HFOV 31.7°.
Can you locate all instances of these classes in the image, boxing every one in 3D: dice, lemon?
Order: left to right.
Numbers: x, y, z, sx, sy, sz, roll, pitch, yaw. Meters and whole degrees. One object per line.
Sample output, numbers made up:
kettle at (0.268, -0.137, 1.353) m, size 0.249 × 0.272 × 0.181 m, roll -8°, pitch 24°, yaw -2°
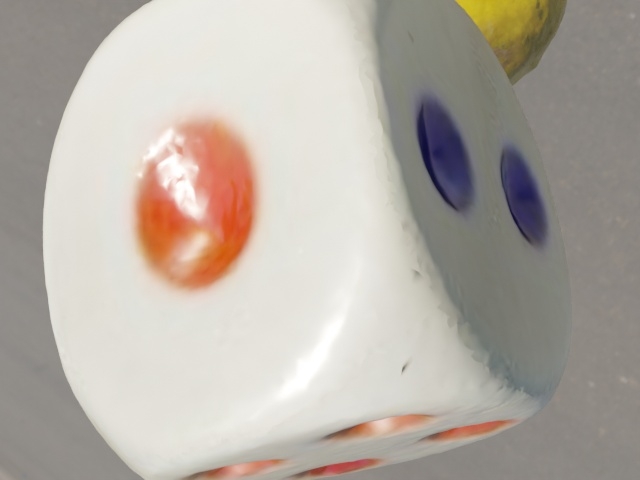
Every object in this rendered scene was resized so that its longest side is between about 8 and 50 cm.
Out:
dice at (0.000, 0.000, 0.802) m, size 0.276 × 0.304 × 0.304 m, roll -21°, pitch 160°, yaw 26°
lemon at (0.154, -0.296, 1.409) m, size 0.285 × 0.316 × 0.285 m, roll 21°, pitch 145°, yaw 16°
